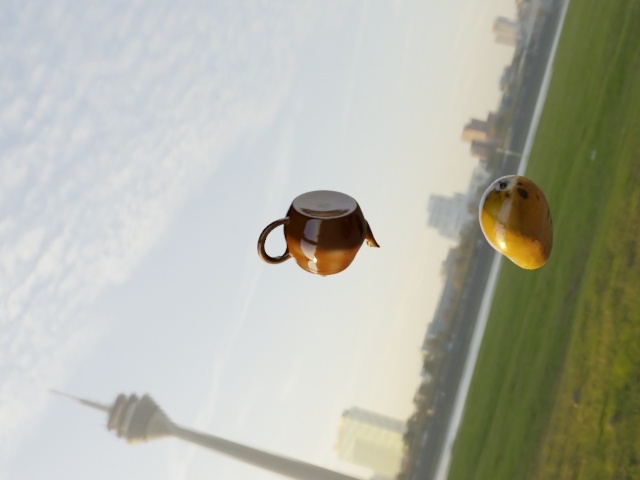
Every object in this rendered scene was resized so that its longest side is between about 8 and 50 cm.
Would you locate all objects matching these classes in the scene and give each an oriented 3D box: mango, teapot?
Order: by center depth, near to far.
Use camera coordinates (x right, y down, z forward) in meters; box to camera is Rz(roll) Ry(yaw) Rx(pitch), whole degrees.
[{"bbox_3d":[0.000,0.000,1.217,0.116,0.173,0.116,171,90,-71],"label":"teapot"},{"bbox_3d":[0.285,-0.029,1.332,0.178,0.090,0.115,29,-116,-53],"label":"mango"}]
